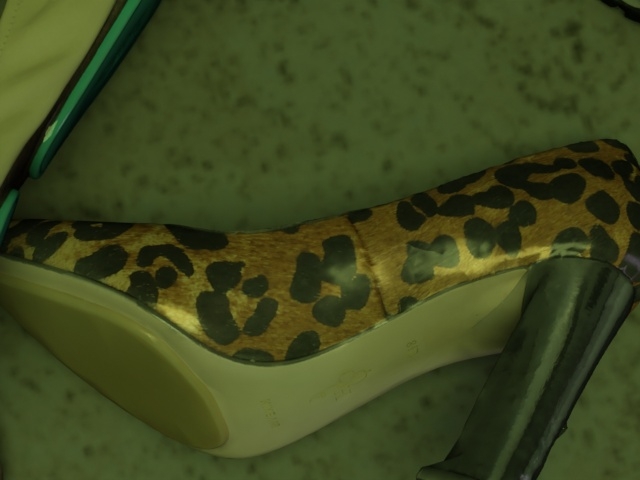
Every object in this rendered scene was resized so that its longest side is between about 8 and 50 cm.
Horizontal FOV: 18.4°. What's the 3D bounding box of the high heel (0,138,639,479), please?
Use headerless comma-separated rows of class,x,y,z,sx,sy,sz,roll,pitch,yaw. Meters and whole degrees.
high heel,0.000,0.000,0.810,0.261,0.093,0.186,21,57,17

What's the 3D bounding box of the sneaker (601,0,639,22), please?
sneaker,0.096,-0.172,0.803,0.190,0.071,0.083,38,83,-10

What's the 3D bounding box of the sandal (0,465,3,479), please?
sandal,-0.189,0.024,0.774,0.088,0.079,0.240,-17,92,13

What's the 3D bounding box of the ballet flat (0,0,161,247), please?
ballet flat,-0.139,-0.031,0.752,0.086,0.086,0.248,26,60,-2
